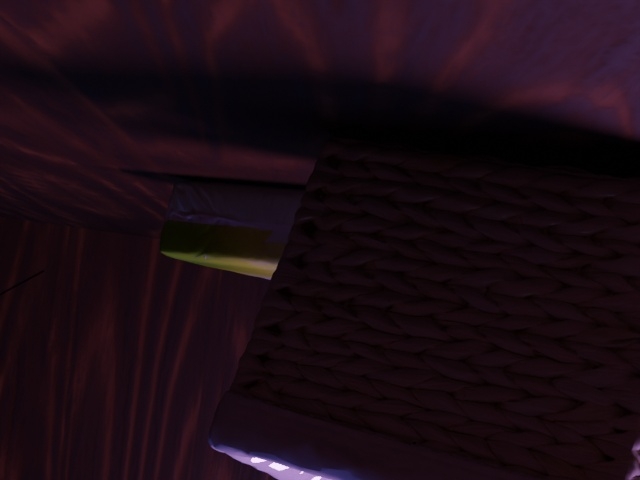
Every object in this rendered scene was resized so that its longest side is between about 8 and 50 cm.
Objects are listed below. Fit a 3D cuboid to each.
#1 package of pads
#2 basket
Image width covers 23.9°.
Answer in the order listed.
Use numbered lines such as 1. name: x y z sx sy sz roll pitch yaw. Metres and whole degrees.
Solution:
1. package of pads: 0.000 0.000 1.744 0.296 0.101 0.229 7 175 32
2. basket: 0.149 0.110 1.169 0.331 0.266 0.328 9 164 30
